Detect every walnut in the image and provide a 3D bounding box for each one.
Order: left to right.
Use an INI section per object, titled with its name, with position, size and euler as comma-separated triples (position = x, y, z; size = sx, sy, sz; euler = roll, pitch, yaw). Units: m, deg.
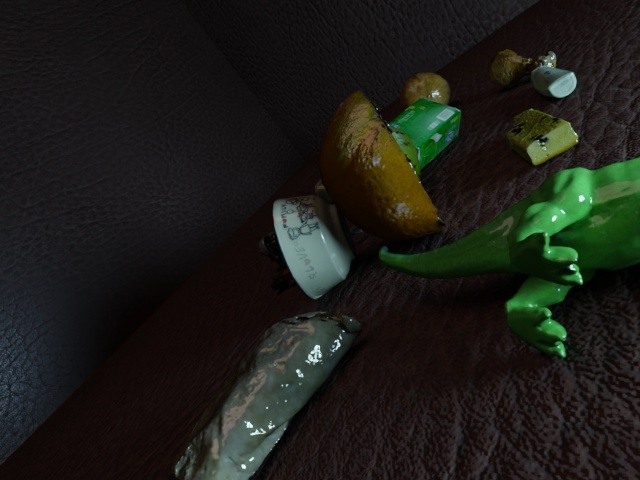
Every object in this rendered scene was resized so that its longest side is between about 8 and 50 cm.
[walnut]
position = 0.411, -0.563, 1.617
size = 0.195, 0.195, 0.222
euler = -34, 11, 18

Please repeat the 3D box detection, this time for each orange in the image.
[orange]
position = 0.120, -0.151, 0.824
size = 0.274, 0.274, 0.311
euler = -19, 58, 53

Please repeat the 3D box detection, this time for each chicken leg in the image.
[chicken leg]
position = 0.590, -0.513, 1.220
size = 0.087, 0.107, 0.251
euler = -23, 22, -6

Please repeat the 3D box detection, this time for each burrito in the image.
[burrito]
position = -0.094, 0.240, 0.638
size = 0.175, 0.107, 0.348
euler = 6, 48, 51

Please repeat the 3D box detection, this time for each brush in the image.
[brush]
position = -0.009, 0.049, 1.103
size = 0.323, 0.051, 0.070
euler = -36, 8, 26

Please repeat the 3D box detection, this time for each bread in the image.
[bread]
position = 0.420, -0.211, 0.816
size = 0.088, 0.049, 0.226
euler = -34, 15, 20

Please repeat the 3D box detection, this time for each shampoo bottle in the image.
[shampoo bottle]
position = 0.560, -0.388, 1.000
size = 0.072, 0.049, 0.212
euler = -37, 14, 26

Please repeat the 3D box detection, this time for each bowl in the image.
[bowl]
position = 0.000, 0.000, 0.908
size = 0.126, 0.238, 0.238
euler = -20, 18, 9

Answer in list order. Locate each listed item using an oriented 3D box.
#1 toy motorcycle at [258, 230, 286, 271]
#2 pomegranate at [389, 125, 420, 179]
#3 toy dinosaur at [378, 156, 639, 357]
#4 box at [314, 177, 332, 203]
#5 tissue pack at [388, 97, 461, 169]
[toy motorcycle]
position = -0.080, -0.020, 1.348
size = 0.205, 0.127, 0.275
euler = -32, 9, 21
[pomegranate]
position = 0.151, -0.177, 1.114
size = 0.236, 0.236, 0.302
euler = -39, -16, 0
[toy dinosaur]
position = 0.298, -0.060, 0.503
size = 0.374, 0.144, 0.500
euler = -37, 19, -10
[box]
position = 0.045, -0.215, 1.646
size = 0.111, 0.111, 0.177
euler = -22, 22, 49
[tissue pack]
position = 0.289, -0.294, 1.221
size = 0.148, 0.156, 0.209
euler = 33, 63, 29
